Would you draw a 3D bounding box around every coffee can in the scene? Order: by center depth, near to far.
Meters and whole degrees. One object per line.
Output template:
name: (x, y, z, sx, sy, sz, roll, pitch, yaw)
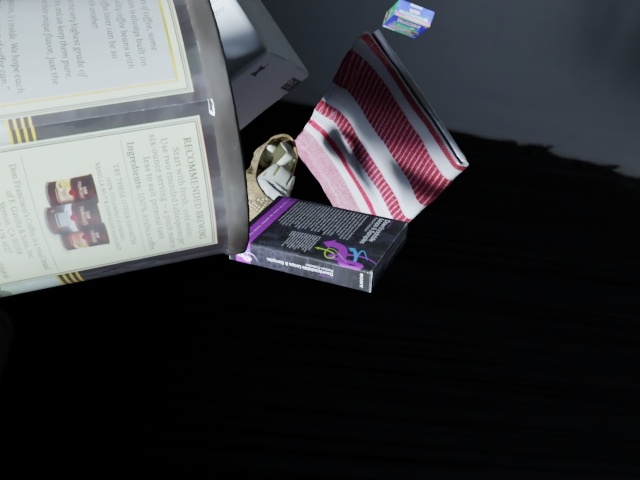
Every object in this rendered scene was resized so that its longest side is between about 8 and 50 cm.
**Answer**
coffee can: (-0.204, -0.064, 0.484, 0.201, 0.275, 0.202, 169, 90, -78)

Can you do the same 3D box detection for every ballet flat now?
ballet flat: (-0.065, -0.087, 0.951, 0.067, 0.073, 0.206, -45, 24, 27)

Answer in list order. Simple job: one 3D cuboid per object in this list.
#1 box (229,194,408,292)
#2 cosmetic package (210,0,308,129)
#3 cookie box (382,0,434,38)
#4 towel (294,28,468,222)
box: (0.000, 0.000, 0.759, 0.116, 0.162, 0.029, -47, -38, -52)
cosmetic package: (-0.137, -0.226, 0.798, 0.184, 0.151, 0.151, 57, -165, 5)
cookie box: (0.208, -0.527, 1.688, 0.107, 0.091, 0.040, -178, 105, -79)
towel: (0.072, -0.129, 1.069, 0.237, 0.037, 0.329, 57, 153, 8)
